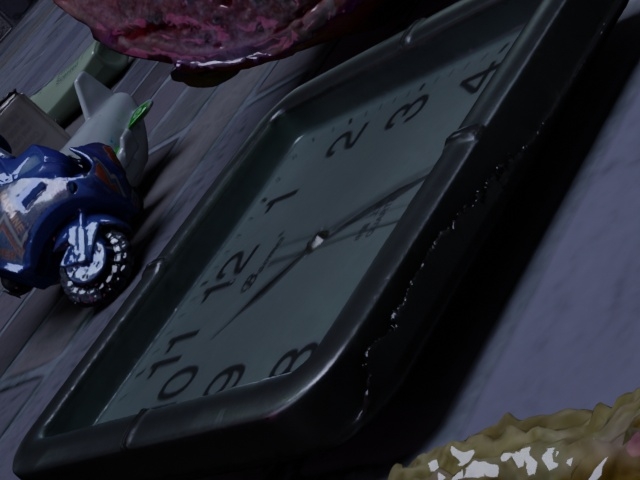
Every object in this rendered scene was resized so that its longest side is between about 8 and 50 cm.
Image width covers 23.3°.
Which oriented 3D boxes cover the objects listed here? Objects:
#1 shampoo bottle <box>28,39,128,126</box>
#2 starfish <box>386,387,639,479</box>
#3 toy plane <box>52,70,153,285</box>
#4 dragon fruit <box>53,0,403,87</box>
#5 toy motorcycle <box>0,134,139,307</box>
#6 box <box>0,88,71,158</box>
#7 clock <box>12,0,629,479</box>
[{"bbox_3d":[-0.299,-0.159,1.761,0.212,0.049,0.072,-35,24,33],"label":"shampoo bottle"},{"bbox_3d":[0.062,0.062,0.352,0.324,0.082,0.432,-42,17,10],"label":"starfish"},{"bbox_3d":[-0.182,-0.043,1.169,0.174,0.080,0.174,-43,25,26],"label":"toy plane"},{"bbox_3d":[-0.029,-0.251,1.006,0.296,0.314,0.263,-37,1,28],"label":"dragon fruit"},{"bbox_3d":[-0.198,-0.022,1.073,0.205,0.076,0.114,15,74,34],"label":"toy motorcycle"},{"bbox_3d":[-0.356,-0.017,1.480,0.252,0.106,0.203,-50,19,-17],"label":"box"},{"bbox_3d":[0.001,0.000,0.695,0.279,0.049,0.273,-21,29,54],"label":"clock"}]
